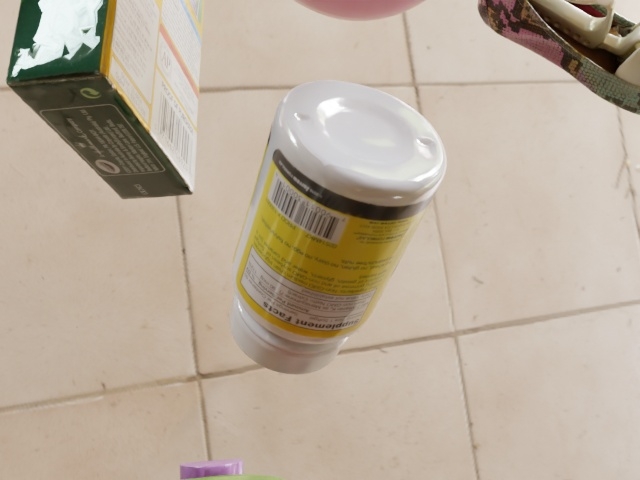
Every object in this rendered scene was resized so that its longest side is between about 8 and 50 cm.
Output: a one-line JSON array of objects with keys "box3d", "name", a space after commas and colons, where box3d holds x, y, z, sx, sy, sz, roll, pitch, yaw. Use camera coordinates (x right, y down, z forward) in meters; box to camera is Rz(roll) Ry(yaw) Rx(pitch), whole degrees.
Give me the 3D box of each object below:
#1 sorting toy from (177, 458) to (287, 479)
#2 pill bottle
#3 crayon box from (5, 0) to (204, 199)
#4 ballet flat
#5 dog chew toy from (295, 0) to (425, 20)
[{"box3d": [-0.081, 0.264, 0.540, 0.127, 0.365, 0.126, -1, 80, -12], "name": "sorting toy"}, {"box3d": [0.000, 0.000, 0.497, 0.119, 0.208, 0.119, 12, 43, -11], "name": "pill bottle"}, {"box3d": [-0.178, -0.226, 0.628, 0.083, 0.203, 0.323, -3, 68, 8], "name": "crayon box"}, {"box3d": [0.246, -0.180, 0.592, 0.221, 0.079, 0.077, 30, 72, 0], "name": "ballet flat"}, {"box3d": [0.020, -0.267, 0.465, 0.207, 0.332, 0.206, 2, 103, 10], "name": "dog chew toy"}]
